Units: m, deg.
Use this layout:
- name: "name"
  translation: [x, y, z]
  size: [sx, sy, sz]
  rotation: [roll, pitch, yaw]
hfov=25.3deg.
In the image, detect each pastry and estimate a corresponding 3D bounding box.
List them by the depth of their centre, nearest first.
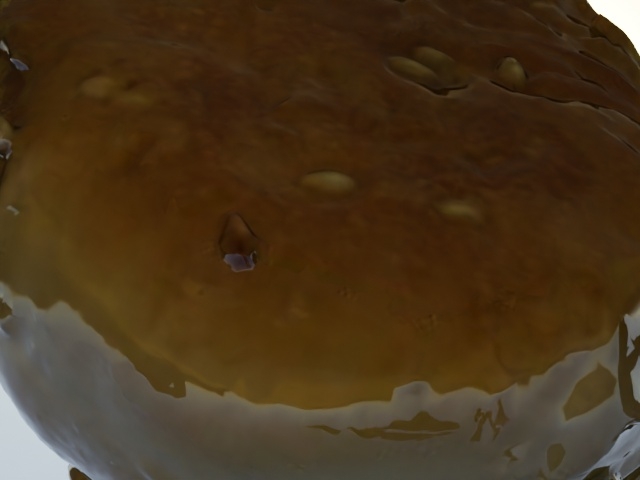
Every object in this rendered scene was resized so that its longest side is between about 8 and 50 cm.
- name: "pastry"
  translation: [0.000, 0.000, 0.537]
  size: [0.285, 0.184, 0.315]
  rotation: [5, -142, -14]
